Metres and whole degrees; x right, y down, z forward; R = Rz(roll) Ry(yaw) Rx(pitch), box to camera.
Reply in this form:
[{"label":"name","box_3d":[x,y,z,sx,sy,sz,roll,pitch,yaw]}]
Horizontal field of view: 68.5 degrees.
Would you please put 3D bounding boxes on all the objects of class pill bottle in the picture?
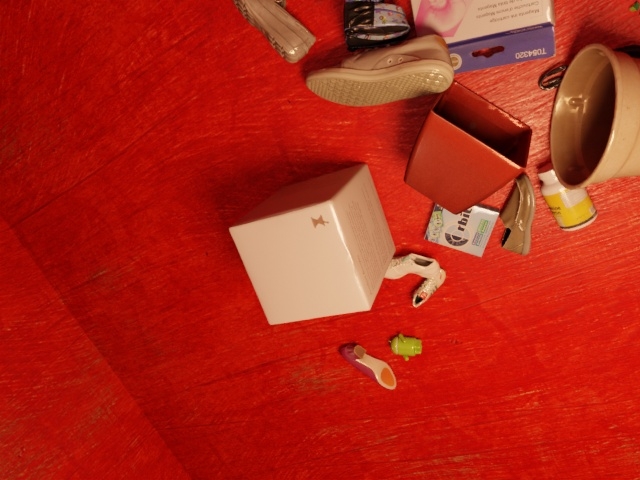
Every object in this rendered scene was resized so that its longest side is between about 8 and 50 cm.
[{"label":"pill bottle","box_3d":[0.675,-0.126,1.298,0.103,0.103,0.184,-28,101,28]}]

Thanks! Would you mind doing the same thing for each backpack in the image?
[{"label":"backpack","box_3d":[0.150,-0.584,1.254,0.174,0.158,0.116,-2,95,6]}]

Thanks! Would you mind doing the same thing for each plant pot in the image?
[{"label":"plant pot","box_3d":[0.758,-0.281,1.094,0.306,0.333,0.333,2,115,5]},{"label":"plant pot","box_3d":[0.379,-0.233,1.282,0.267,0.267,0.235,33,132,4]}]

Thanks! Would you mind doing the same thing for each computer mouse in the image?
[{"label":"computer mouse","box_3d":[0.685,-0.437,1.195,0.242,0.041,0.071,-7,131,28]}]

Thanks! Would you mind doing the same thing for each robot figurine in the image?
[{"label":"robot figurine","box_3d":[0.303,0.377,1.683,0.115,0.067,0.101,0,125,20]}]

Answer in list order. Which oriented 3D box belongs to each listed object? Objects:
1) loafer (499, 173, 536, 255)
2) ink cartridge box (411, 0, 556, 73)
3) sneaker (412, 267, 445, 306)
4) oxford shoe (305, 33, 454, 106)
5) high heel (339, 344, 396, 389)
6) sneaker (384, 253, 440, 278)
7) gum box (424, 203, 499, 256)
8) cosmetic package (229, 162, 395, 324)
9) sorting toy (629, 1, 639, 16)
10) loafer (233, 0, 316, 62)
[{"label":"loafer","box_3d":[0.568,-0.070,1.367,0.088,0.094,0.251,0,114,15]},{"label":"ink cartridge box","box_3d":[0.388,-0.580,1.151,0.324,0.071,0.329,1,121,35]},{"label":"sneaker","box_3d":[0.358,0.161,1.559,0.057,0.075,0.161,36,120,1]},{"label":"oxford shoe","box_3d":[0.156,-0.465,1.295,0.450,0.169,0.129,5,79,38]},{"label":"high heel","box_3d":[0.178,0.484,1.788,0.244,0.082,0.117,40,150,-15]},{"label":"sneaker","box_3d":[0.277,0.074,1.528,0.212,0.080,0.094,-2,153,19]},{"label":"gum box","box_3d":[0.434,-0.049,1.456,0.185,0.041,0.156,19,119,12]},{"label":"cosmetic package","box_3d":[0.000,0.000,1.433,0.328,0.393,0.329,-12,108,24]},{"label":"sorting toy","box_3d":[0.782,-0.561,1.112,0.083,0.012,0.062,12,122,11]},{"label":"loafer","box_3d":[-0.148,-0.661,1.362,0.111,0.112,0.319,-43,94,-6]}]
